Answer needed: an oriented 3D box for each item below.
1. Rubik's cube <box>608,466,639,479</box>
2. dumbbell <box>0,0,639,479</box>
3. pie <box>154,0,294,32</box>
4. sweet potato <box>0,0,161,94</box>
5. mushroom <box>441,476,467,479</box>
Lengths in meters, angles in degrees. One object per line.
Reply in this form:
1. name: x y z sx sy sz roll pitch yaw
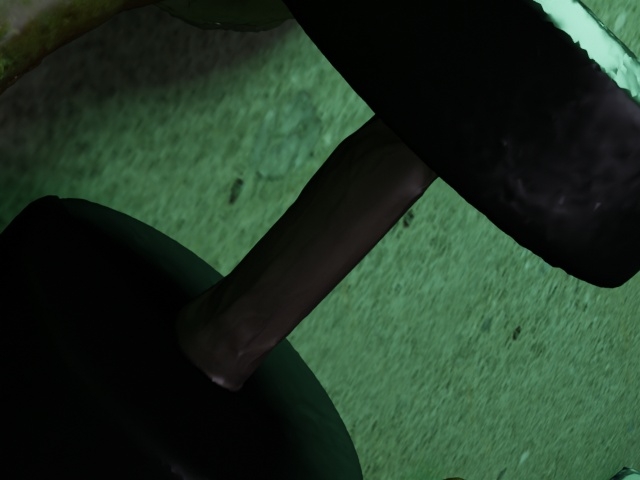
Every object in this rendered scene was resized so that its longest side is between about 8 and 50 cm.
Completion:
1. Rubik's cube: 0.263 0.445 1.083 0.344 0.337 0.344 -28 137 -44
2. dumbbell: 0.000 0.000 0.441 0.218 0.152 0.152 -45 154 16
3. pie: 0.031 -0.223 0.451 0.339 0.077 0.339 -38 142 -38
4. sweet potato: -0.114 -0.053 0.372 0.206 0.060 0.068 -24 167 -24
5. mushroom: 0.064 0.203 0.868 0.123 0.052 0.123 -34 140 -34
